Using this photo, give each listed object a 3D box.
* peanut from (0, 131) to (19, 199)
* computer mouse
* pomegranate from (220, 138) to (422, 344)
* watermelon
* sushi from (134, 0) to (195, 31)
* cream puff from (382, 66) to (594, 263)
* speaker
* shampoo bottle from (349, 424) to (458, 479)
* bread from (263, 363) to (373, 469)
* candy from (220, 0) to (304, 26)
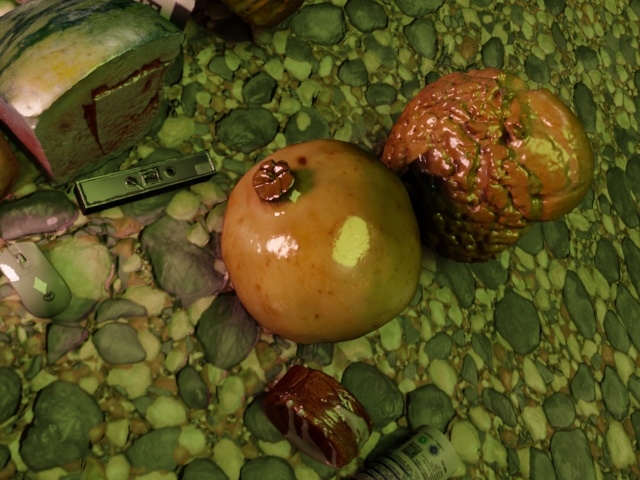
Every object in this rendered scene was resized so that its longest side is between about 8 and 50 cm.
[{"bbox_3d":[-0.426,-0.116,0.653,0.076,0.076,0.152,-30,89,-31],"label":"peanut"},{"bbox_3d":[-0.362,0.047,0.676,0.056,0.032,0.110,-37,98,-31],"label":"computer mouse"},{"bbox_3d":[0.010,0.002,0.763,0.307,0.307,0.308,7,76,-28],"label":"pomegranate"},{"bbox_3d":[-0.324,-0.208,0.712,0.261,0.201,0.213,30,58,28],"label":"watermelon"},{"bbox_3d":[-0.265,-0.486,0.681,0.359,0.343,0.064,32,30,-3],"label":"sushi"},{"bbox_3d":[0.243,-0.104,0.875,0.231,0.343,0.327,-30,119,-21],"label":"cream puff"},{"bbox_3d":[-0.246,-0.085,0.763,0.191,0.046,0.040,-21,90,-31],"label":"speaker"},{"bbox_3d":[0.077,0.397,0.808,0.303,0.092,0.092,-26,92,-31],"label":"shampoo bottle"},{"bbox_3d":[-0.004,0.250,0.762,0.160,0.160,0.073,48,57,-12],"label":"bread"},{"bbox_3d":[-0.123,-0.457,0.823,0.260,0.118,0.260,44,29,-33],"label":"candy"}]
